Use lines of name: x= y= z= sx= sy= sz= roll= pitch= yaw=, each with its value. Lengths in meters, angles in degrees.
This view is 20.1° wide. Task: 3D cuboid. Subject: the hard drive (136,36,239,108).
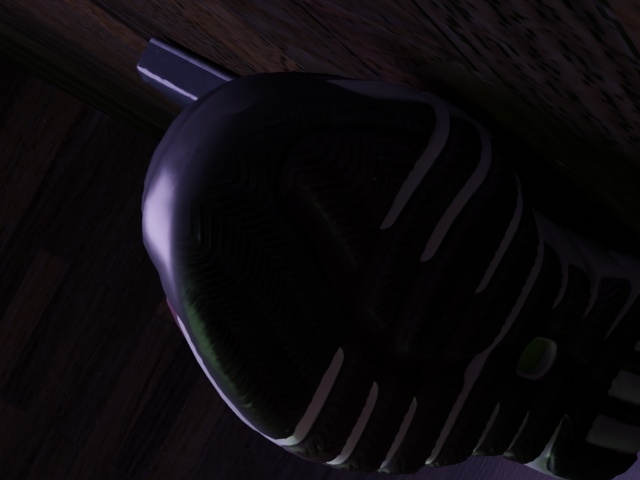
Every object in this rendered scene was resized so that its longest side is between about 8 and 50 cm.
hard drive: x=-0.012 y=-0.046 z=0.832 sx=0.135 sy=0.022 sz=0.094 roll=28 pitch=179 yaw=19

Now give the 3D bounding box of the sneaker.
sneaker: x=0.000 y=0.000 z=0.589 sx=0.162 sy=0.106 sz=0.281 roll=32 pitch=-178 yaw=36
